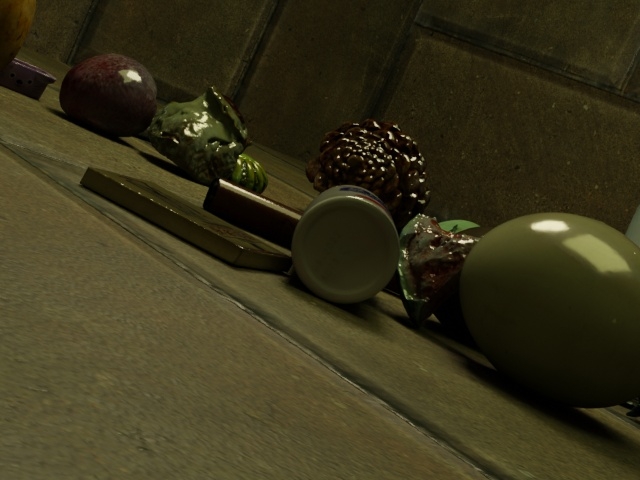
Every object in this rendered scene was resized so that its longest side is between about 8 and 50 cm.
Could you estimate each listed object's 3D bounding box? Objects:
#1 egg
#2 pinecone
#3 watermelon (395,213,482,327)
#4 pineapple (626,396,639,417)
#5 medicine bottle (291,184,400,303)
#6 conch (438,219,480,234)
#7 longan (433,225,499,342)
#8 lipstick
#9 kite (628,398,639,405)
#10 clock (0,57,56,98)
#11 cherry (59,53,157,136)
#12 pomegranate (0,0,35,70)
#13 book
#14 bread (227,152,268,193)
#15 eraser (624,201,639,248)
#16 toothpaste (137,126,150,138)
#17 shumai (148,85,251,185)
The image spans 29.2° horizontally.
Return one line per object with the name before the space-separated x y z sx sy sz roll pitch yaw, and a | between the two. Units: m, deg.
egg | 0.290 0.081 1.451 0.269 0.219 0.219 43 13 27
pinecone | 0.108 -0.116 2.492 0.244 0.244 0.309 28 -12 33
watermelon | 0.151 0.016 1.584 0.071 0.139 0.187 48 33 -34
pineapple | 0.478 0.229 1.579 0.103 0.083 0.221 24 3 -20
medicine bottle | 0.034 -0.004 1.592 0.130 0.130 0.341 25 5 0
conch | 0.211 0.033 2.224 0.250 0.137 0.143 -6 54 -43
longan | 0.229 0.059 1.667 0.189 0.189 0.189 25 5 -2
lipstick | 0.000 0.000 1.790 0.356 0.057 0.057 24 6 -11
kite | 0.455 0.231 1.823 0.310 0.015 0.169 23 5 -16
clock | -0.560 -0.304 2.234 0.152 0.050 0.110 20 7 -40
cherry | -0.375 -0.262 2.193 0.176 0.140 0.176 24 21 -10
pomegranate | -0.564 -0.370 1.881 0.260 0.260 0.260 25 5 -2
book | -0.158 -0.024 1.480 0.231 0.026 0.161 27 6 21
bread | -0.161 -0.131 2.268 0.139 0.071 0.130 25 10 0
eraser | 0.486 0.079 1.869 0.104 0.290 0.189 24 -2 -8
toothpaste | -0.366 -0.230 2.436 0.089 0.057 0.234 26 -2 23
shumai | -0.197 -0.190 2.132 0.184 0.142 0.184 35 16 -11
